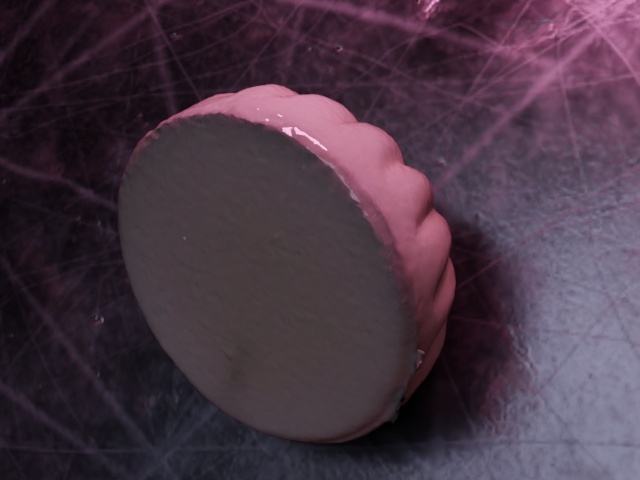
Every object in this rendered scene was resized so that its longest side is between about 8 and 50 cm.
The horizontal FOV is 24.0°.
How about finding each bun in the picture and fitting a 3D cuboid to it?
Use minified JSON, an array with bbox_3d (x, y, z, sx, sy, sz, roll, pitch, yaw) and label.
[{"bbox_3d":[0.000,0.000,1.085,0.263,0.175,0.263,17,123,29],"label":"bun"}]
